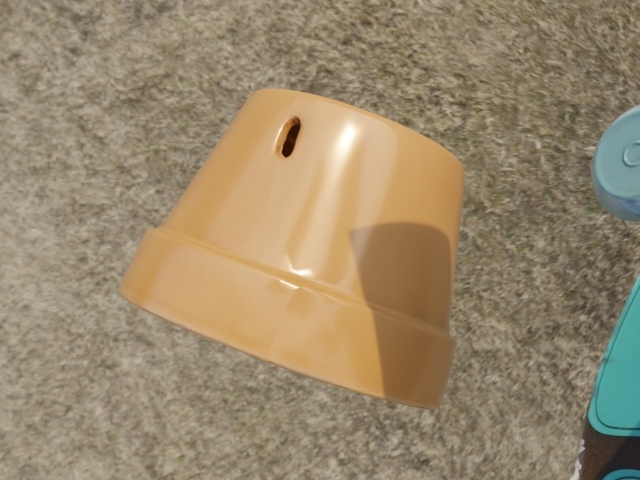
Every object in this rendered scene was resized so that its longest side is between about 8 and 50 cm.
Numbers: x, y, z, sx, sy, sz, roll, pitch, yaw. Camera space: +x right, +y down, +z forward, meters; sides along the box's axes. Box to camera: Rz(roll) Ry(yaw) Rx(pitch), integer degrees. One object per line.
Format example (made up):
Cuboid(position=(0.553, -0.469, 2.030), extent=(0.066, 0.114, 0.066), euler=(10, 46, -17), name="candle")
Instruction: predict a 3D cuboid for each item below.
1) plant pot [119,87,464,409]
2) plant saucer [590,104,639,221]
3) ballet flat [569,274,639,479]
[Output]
Cuboid(position=(0.000, 0.000, 0.711), extent=(0.291, 0.291, 0.203), euler=(19, 87, 26), name="plant pot")
Cuboid(position=(0.296, -0.077, 0.755), extent=(0.119, 0.021, 0.119), euler=(-27, 54, 46), name="plant saucer")
Cuboid(position=(0.259, 0.177, 0.595), extent=(0.147, 0.147, 0.408), euler=(18, 71, 27), name="ballet flat")
